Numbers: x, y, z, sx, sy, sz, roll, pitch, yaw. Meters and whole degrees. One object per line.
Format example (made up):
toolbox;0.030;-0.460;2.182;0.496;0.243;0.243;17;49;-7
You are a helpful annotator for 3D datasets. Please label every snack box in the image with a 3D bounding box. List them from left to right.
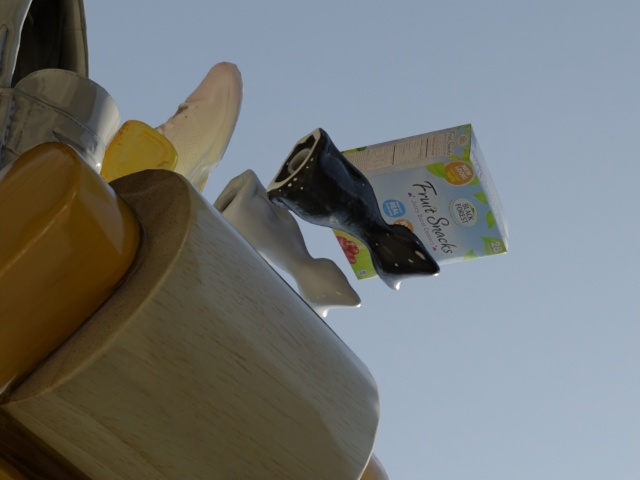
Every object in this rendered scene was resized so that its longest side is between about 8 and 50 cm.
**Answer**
snack box;0.116;-0.045;1.607;0.207;0.174;0.070;-12;-137;19

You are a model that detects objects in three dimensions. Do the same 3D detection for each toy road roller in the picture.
toy road roller;-0.159;0.104;0.563;0.329;0.202;0.240;-43;-149;-2

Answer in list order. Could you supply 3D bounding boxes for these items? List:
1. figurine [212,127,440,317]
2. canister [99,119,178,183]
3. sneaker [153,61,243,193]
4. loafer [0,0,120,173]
figurine;0.000;0.000;1.449;0.215;0.209;0.092;-25;-150;46
canister;-0.216;-0.025;1.227;0.073;0.126;0.170;36;-55;-14
sneaker;-0.154;-0.100;1.323;0.212;0.094;0.080;-67;-160;-7
loafer;-0.180;-0.063;0.784;0.111;0.112;0.319;-23;-122;13
